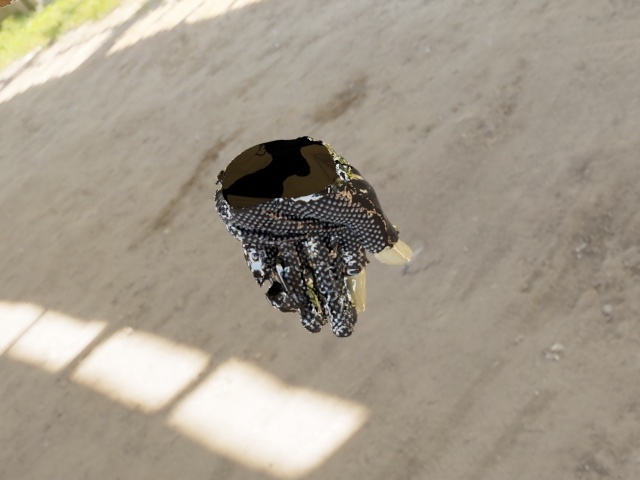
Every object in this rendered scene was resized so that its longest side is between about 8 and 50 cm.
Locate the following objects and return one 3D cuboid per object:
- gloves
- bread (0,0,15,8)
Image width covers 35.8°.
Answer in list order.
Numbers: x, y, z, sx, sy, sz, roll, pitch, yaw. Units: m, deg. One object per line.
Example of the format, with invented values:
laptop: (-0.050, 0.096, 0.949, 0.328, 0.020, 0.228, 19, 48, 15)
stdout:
gloves: (-0.003, -0.001, 0.847, 0.129, 0.181, 0.106, -32, 48, -6)
bread: (-0.347, -0.381, 0.981, 0.312, 0.172, 0.312, -9, 69, 23)
